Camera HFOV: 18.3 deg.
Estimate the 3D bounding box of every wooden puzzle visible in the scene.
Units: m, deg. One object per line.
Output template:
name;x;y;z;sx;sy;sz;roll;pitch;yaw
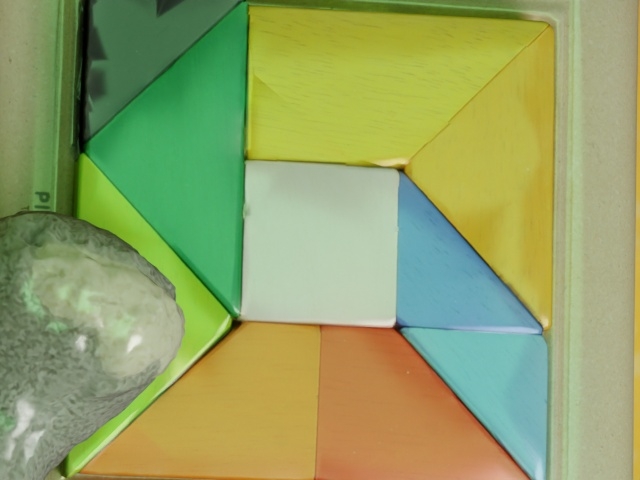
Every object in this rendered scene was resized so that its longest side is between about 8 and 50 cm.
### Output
wooden puzzle;0.000;0.000;0.652;0.239;0.044;0.221;3;84;-16

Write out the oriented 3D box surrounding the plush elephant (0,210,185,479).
plush elephant;-0.205;0.105;0.462;0.272;0.255;0.330;21;83;-5
